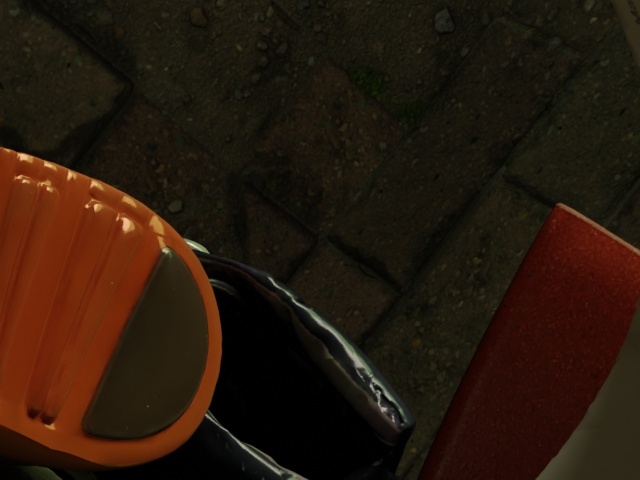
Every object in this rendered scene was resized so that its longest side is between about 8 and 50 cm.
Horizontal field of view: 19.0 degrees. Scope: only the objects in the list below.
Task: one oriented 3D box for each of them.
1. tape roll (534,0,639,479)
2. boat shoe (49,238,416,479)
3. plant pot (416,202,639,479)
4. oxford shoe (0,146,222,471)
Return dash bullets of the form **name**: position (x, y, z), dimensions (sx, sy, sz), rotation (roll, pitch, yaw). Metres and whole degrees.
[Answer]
- **tape roll**: position (0.000, 0.000, 0.491), dimensions (0.321, 0.321, 0.077), rotation (39, -1, -19)
- **boat shoe**: position (-0.092, 0.032, 0.833), dimensions (0.340, 0.127, 0.158), rotation (38, -34, 17)
- **plant pot**: position (0.160, 0.188, 0.710), dimensions (0.267, 0.236, 0.267), rotation (37, -1, 42)
- **oxford shoe**: position (-0.208, -0.006, 0.629), dimensions (0.363, 0.130, 0.132), rotation (33, -30, -33)
